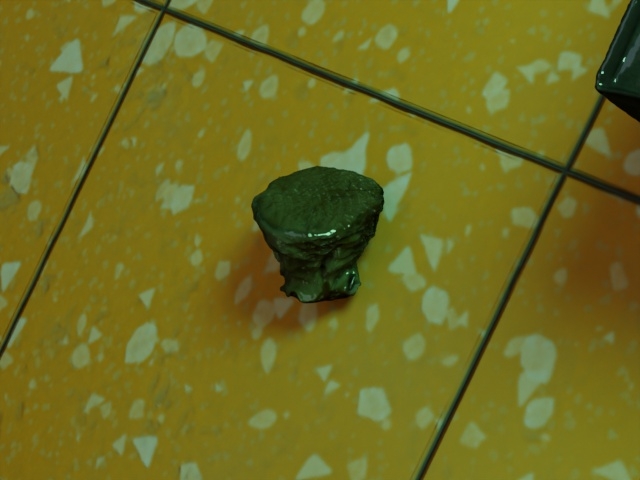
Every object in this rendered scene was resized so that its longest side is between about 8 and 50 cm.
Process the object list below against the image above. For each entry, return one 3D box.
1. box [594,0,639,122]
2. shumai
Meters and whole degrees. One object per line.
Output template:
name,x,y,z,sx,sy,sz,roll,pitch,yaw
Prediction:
box,0.381,-0.178,1.172,0.251,0.204,0.345,25,90,42
shumai,0.001,0.000,1.514,0.099,0.124,0.087,10,120,23
